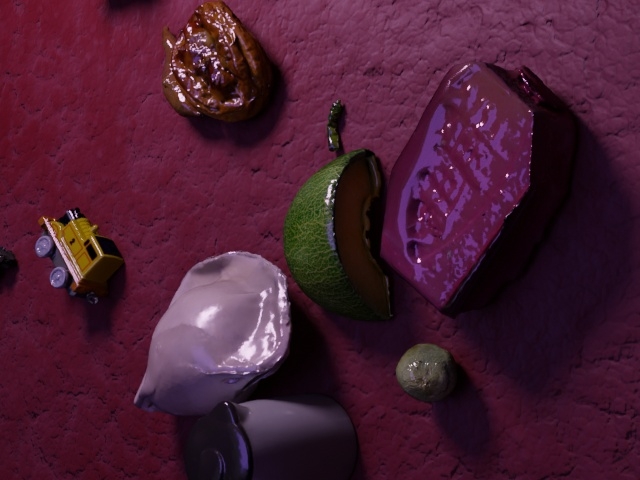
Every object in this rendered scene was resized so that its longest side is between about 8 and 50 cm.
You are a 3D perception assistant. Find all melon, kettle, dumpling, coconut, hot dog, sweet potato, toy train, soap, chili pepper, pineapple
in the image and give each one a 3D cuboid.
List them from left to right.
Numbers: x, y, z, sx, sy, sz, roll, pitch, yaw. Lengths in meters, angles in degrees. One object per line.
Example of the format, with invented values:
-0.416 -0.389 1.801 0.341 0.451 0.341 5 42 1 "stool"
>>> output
-0.691 0.059 2.171 0.159 0.074 0.074 -28 70 29 "pineapple"
-0.451 0.020 1.972 0.127 0.089 0.219 -43 61 16 "toy train"
-0.251 -0.284 1.850 0.068 0.068 0.226 -41 54 29 "sweet potato"
-0.178 0.151 1.702 0.341 0.181 0.260 131 149 -58 "dumpling"
-0.170 -0.304 1.764 0.160 0.099 0.227 -53 55 21 "hot dog"
-0.083 0.340 1.554 0.161 0.236 0.221 14 95 38 "kettle"
0.000 0.000 1.587 0.169 0.129 0.265 -14 79 40 "melon"
0.021 -0.181 1.650 0.027 0.022 0.083 179 94 -72 "chili pepper"
0.151 0.186 1.479 0.088 0.096 0.088 0 94 0 "coconut"
0.212 -0.076 1.424 0.220 0.127 0.325 43 112 30 "soap"
